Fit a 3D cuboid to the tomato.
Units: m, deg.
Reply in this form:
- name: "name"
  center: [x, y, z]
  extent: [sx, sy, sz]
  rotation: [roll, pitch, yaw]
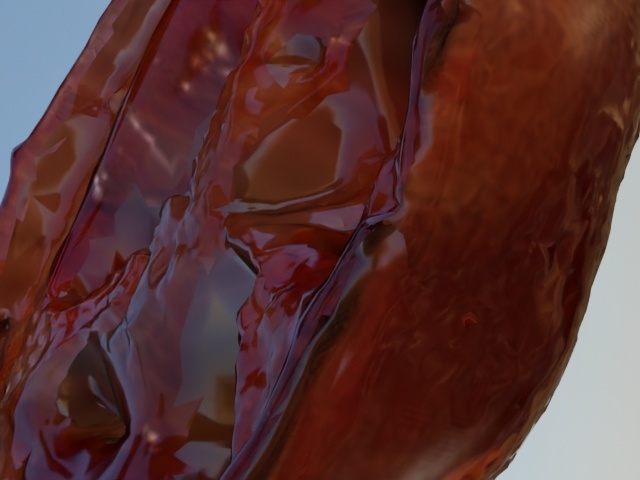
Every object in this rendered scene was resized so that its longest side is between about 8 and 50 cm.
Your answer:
- name: "tomato"
  center: [0.002, 0.002, 0.424]
  extent: [0.228, 0.101, 0.228]
  rotation: [-50, 25, 34]
